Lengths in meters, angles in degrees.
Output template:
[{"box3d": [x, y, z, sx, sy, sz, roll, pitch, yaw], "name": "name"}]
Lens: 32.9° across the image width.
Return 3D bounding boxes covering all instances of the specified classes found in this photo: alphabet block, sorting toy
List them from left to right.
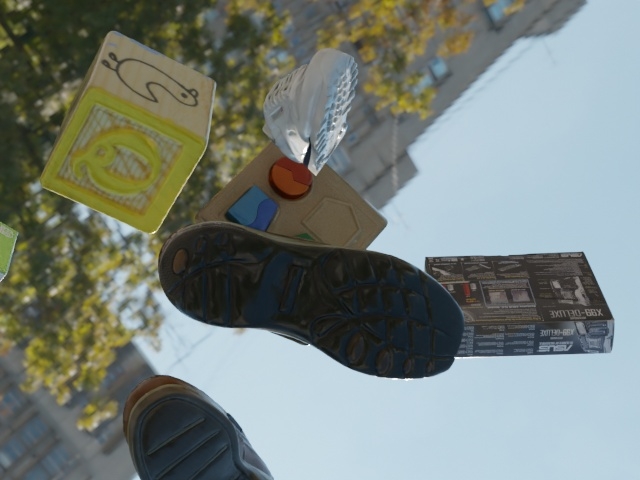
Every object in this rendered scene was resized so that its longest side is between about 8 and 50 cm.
[{"box3d": [-0.282, -0.162, 1.618, 0.193, 0.192, 0.197, -57, -161, 29], "name": "alphabet block"}, {"box3d": [0.000, 0.000, 1.563, 0.229, 0.307, 0.041, -47, 179, -31], "name": "sorting toy"}]

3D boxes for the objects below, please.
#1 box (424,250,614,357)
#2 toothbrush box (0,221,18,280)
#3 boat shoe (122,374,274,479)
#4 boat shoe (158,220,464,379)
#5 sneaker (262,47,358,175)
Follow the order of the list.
[{"box3d": [0.350, 0.112, 1.959, 0.307, 0.076, 0.242, -2, -151, 0], "name": "box"}, {"box3d": [-0.690, 0.014, 1.818, 0.206, 0.283, 0.122, -43, -152, 25], "name": "toothbrush box"}, {"box3d": [-0.140, 0.226, 1.182, 0.111, 0.307, 0.104, -33, -131, -7], "name": "boat shoe"}, {"box3d": [-0.010, 0.049, 1.101, 0.122, 0.324, 0.120, -70, -162, 1], "name": "boat shoe"}, {"box3d": [-0.020, -0.152, 1.232, 0.090, 0.095, 0.235, -53, 173, -22], "name": "sneaker"}]
